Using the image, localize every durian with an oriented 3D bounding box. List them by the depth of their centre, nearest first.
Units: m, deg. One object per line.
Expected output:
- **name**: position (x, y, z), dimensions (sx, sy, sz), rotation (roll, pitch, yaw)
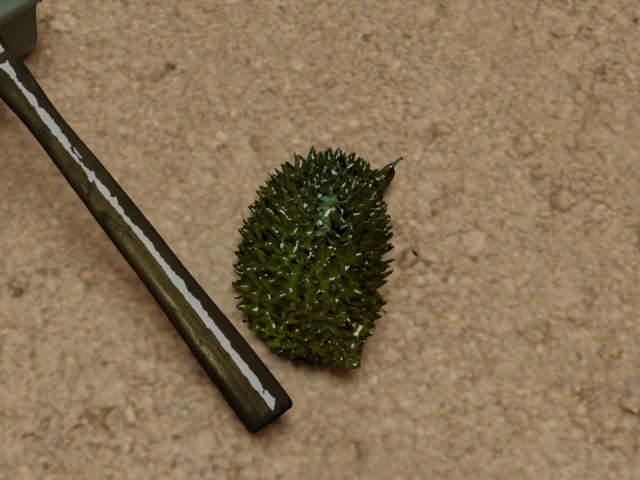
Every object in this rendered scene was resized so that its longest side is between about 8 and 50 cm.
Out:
- **durian**: position (-0.003, -0.006, 1.183), dimensions (0.137, 0.095, 0.221), rotation (10, 51, 1)

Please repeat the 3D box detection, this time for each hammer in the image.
- **hammer**: position (-0.173, -0.028, 1.139), dimensions (0.044, 0.168, 0.440), rotation (-36, 81, -17)

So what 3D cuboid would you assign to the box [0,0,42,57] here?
- **box**: position (-0.340, -0.195, 1.274), dimensions (0.172, 0.093, 0.124), rotation (-36, 66, -24)
